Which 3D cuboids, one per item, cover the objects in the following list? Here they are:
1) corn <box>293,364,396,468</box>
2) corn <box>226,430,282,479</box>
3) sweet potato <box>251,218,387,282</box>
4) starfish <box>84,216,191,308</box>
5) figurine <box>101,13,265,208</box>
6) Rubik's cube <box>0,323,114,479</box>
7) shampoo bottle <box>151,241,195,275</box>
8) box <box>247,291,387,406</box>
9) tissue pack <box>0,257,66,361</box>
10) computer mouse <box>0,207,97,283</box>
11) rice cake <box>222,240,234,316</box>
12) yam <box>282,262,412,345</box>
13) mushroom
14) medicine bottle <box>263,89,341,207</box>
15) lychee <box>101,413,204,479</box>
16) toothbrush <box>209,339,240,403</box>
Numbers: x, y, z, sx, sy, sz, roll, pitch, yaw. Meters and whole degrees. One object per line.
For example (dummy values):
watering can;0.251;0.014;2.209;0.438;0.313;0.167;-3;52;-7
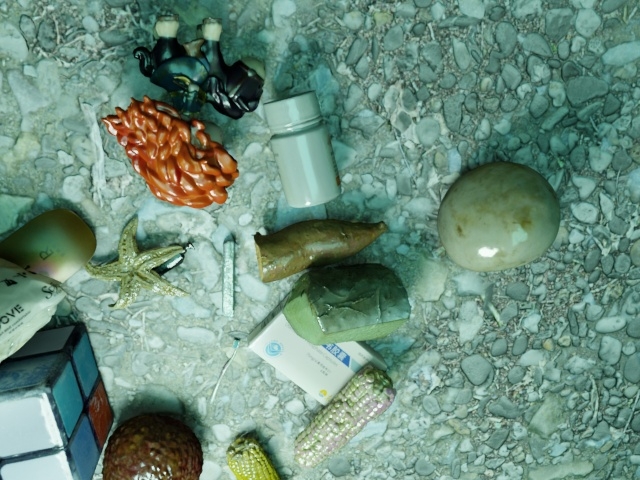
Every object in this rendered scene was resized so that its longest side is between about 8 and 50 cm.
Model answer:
corn;0.064;0.474;1.453;0.127;0.126;0.335;39;100;-18
corn;-0.167;0.684;1.557;0.106;0.106;0.305;-26;113;-1
sweet potato;0.001;0.003;1.363;0.337;0.131;0.131;-16;108;-8
starfish;-0.447;0.065;1.334;0.278;0.062;0.235;17;90;1
figurine;-0.283;-0.284;1.201;0.306;0.241;0.411;27;82;-39
Rubik's cube;-0.701;0.414;1.272;0.314;0.318;0.315;-10;109;-6
shampoo bottle;-0.376;0.050;1.367;0.137;0.027;0.048;-37;100;3
box;-0.005;0.304;1.484;0.343;0.065;0.200;42;96;-18
tissue pack;-0.784;0.170;1.116;0.391;0.375;0.195;14;132;15
computer mouse;-0.682;0.053;1.297;0.310;0.072;0.158;-35;107;3
rice cake;-0.236;0.098;1.402;0.033;0.033;0.207;1;106;-8
yam;0.057;0.157;1.353;0.272;0.202;0.201;-12;66;-30
mushroom;0.450;-0.034;1.364;0.298;0.297;0.290;-41;132;4
medicine bottle;-0.042;-0.213;1.282;0.145;0.144;0.251;-17;111;-4
lychee;-0.432;0.574;1.410;0.261;0.260;0.260;-3;107;-9
toothbrush;-0.260;0.357;1.484;0.022;0.017;0.204;18;103;-25
